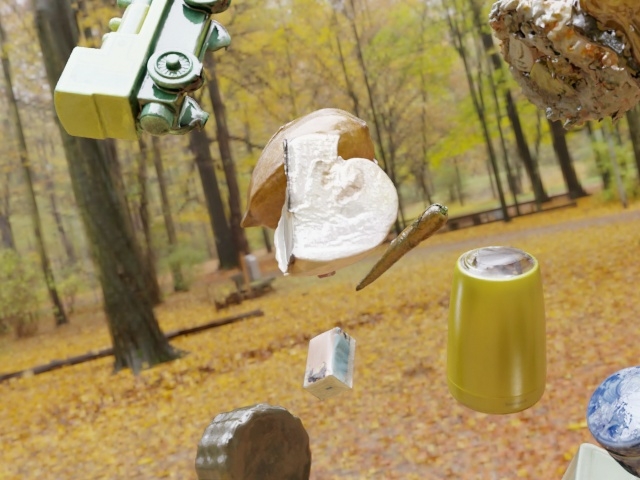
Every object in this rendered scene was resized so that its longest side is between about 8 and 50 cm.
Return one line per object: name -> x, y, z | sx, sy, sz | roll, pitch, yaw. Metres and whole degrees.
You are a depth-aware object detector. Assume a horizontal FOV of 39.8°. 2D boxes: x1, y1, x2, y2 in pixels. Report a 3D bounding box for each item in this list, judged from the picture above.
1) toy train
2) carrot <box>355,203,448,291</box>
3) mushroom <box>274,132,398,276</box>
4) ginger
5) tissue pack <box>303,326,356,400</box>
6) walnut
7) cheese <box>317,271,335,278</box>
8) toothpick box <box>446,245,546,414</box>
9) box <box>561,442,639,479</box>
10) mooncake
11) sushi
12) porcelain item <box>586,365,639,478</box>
toy train -> -0.289, -0.335, 1.530 | 0.237, 0.369, 0.150 | 8, -34, 5
carrot -> 0.148, 0.017, 1.656 | 0.254, 0.049, 0.049 | -45, -15, 27
mushroom -> 0.019, -0.037, 1.394 | 0.173, 0.236, 0.162 | 3, -27, -12
ginger -> 0.545, -0.393, 1.416 | 0.200, 0.269, 0.223 | -27, -30, -37
tissue pack -> 0.016, 0.195, 1.405 | 0.058, 0.095, 0.074 | 35, -48, -29
walnut -> -0.038, -0.135, 1.814 | 0.336, 0.209, 0.209 | -37, -2, 8
cheese -> 0.000, 0.000, 1.685 | 0.095, 0.145, 0.038 | -13, 11, -6
toothpick box -> 0.304, 0.146, 1.531 | 0.174, 0.272, 0.175 | -4, 23, 2
box -> 0.532, 0.652, 1.827 | 0.177, 0.344, 0.352 | 25, 21, 12
mooncake -> -0.131, 0.428, 1.695 | 0.124, 0.228, 0.228 | -11, 2, 44
sushi -> 0.537, -0.413, 1.950 | 0.176, 0.417, 0.417 | -45, 5, -6
porcelain item -> 0.483, 0.269, 1.322 | 0.147, 0.114, 0.147 | -36, 27, 22
